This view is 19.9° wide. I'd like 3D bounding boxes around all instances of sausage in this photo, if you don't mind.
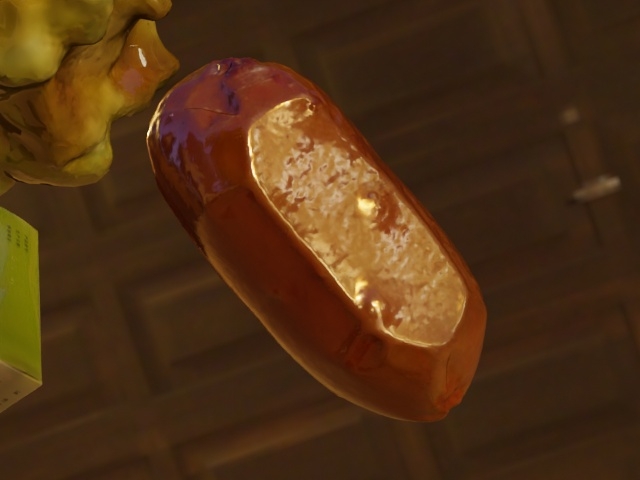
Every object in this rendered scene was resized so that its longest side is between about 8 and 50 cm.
[{"bbox_3d":[-0.001,0.000,1.114,0.133,0.258,0.133,-41,6,6],"label":"sausage"}]

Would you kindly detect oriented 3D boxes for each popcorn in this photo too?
[{"bbox_3d":[-0.179,-0.137,0.858,0.215,0.252,0.286,-46,-9,-21],"label":"popcorn"}]

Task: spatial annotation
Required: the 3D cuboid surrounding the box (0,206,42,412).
[{"bbox_3d":[-0.353,0.105,1.585,0.260,0.175,0.062,-34,-47,25],"label":"box"}]
